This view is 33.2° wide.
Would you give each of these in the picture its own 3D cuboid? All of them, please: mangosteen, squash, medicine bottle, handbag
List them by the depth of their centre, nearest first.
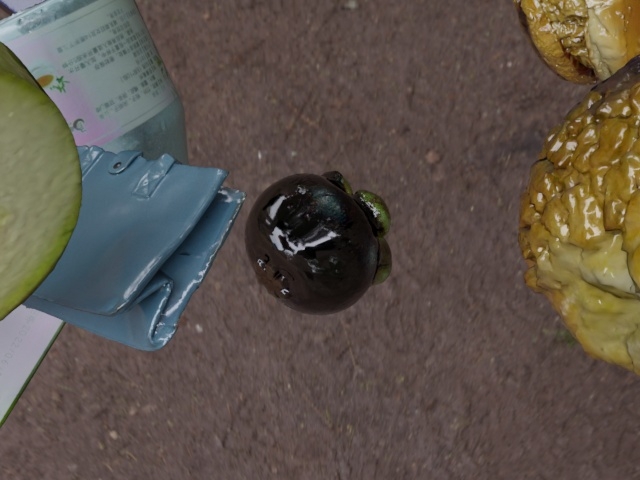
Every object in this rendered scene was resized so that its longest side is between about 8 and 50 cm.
[{"bbox_3d":[-0.258,-0.010,0.608,0.252,0.252,0.049,-33,61,-14],"label":"squash"},{"bbox_3d":[-0.171,-0.007,0.817,0.221,0.057,0.144,11,63,40],"label":"handbag"},{"bbox_3d":[-0.252,-0.099,1.113,0.245,0.245,0.290,-30,110,-12],"label":"medicine bottle"},{"bbox_3d":[0.000,0.000,1.641,0.243,0.243,0.242,0,66,0],"label":"mangosteen"}]

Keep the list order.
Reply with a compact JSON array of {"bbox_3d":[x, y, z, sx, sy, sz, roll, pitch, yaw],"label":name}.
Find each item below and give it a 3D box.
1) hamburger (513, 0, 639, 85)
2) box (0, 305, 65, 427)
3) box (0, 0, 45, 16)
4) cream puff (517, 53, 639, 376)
[{"bbox_3d":[0.373,-0.320,1.426,0.163,0.244,0.244,0,58,45],"label":"hamburger"},{"bbox_3d":[-0.424,0.118,1.288,0.177,0.148,0.195,33,57,-13],"label":"box"},{"bbox_3d":[-0.306,-0.379,1.349,0.168,0.071,0.259,38,90,12],"label":"box"},{"bbox_3d":[0.305,-0.042,0.885,0.327,0.343,0.231,-39,85,22],"label":"cream puff"}]
